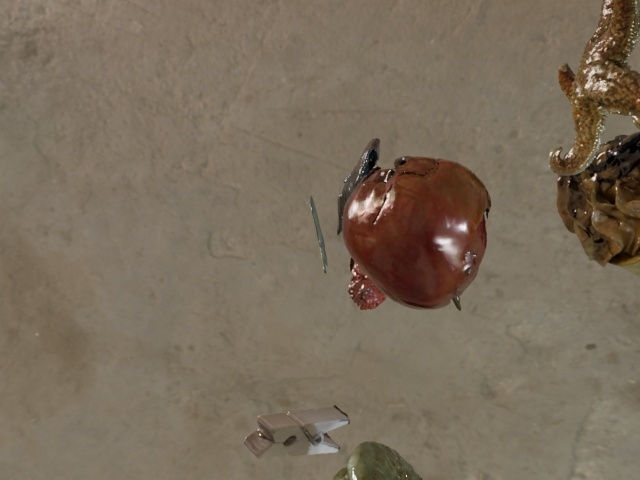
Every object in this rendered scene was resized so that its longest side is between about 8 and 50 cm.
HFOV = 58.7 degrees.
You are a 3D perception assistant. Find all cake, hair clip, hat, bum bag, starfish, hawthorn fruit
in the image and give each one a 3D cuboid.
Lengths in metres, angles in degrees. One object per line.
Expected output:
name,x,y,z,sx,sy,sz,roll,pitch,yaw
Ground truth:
cake,0.663,-0.098,1.177,0.321,0.332,0.332,26,80,-5
hair clip,-0.050,0.473,1.407,0.085,0.330,0.101,34,99,38
hat,0.166,0.055,1.402,0.236,0.107,0.286,12,55,40
bum bag,0.087,-0.123,1.404,0.074,0.310,0.137,19,58,3
starfish,0.416,-0.258,0.840,0.113,0.303,0.312,4,51,7
hawthorn fruit,0.100,0.002,0.555,0.148,0.148,0.172,-25,104,-1

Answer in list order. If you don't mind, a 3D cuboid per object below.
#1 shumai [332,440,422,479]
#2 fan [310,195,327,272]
shumai,0.088,0.620,1.136,0.323,0.397,0.324,-34,46,10
fan,0.000,0.000,0.870,0.005,0.175,0.113,-14,120,2
